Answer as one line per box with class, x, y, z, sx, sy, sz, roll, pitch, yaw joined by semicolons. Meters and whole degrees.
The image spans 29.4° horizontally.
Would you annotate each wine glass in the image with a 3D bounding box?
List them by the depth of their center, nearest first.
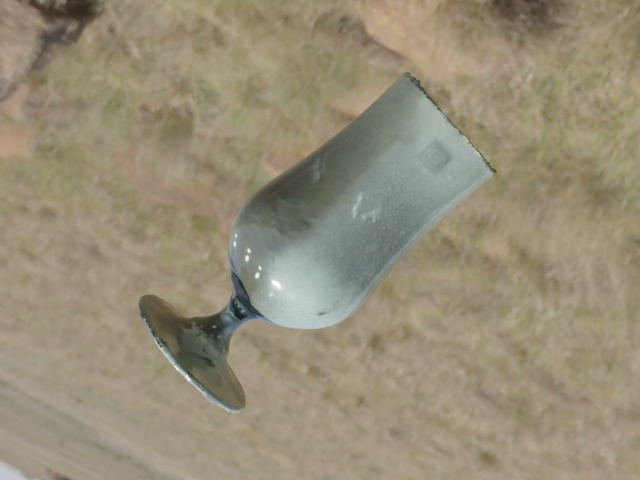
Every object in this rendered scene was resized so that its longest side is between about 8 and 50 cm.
wine glass;0.000;0.000;0.785;0.103;0.231;0.103;49;-174;-7
